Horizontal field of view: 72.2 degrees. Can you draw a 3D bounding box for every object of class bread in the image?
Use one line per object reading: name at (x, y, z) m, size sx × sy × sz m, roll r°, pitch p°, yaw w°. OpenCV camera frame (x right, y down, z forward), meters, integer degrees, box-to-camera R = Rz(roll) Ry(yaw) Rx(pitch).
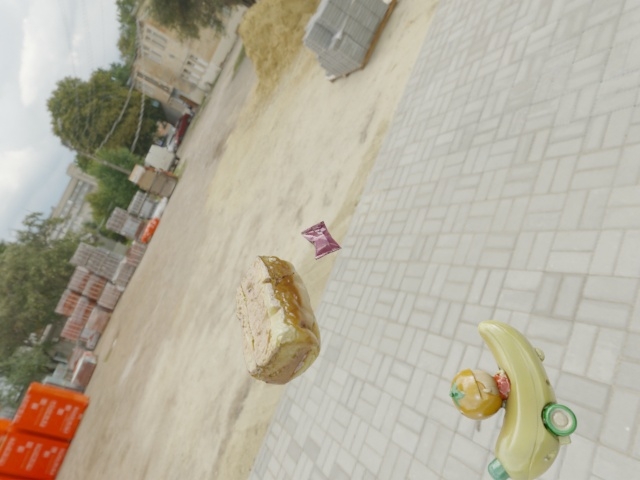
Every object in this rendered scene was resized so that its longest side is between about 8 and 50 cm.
bread at (-0.099, 0.171, 0.998) m, size 0.167 × 0.132 × 0.294 m, roll -47°, pitch 39°, yaw 17°

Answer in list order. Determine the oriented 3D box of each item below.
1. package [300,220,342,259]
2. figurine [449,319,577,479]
package at (0.000, 0.000, 0.908) m, size 0.083 × 0.059 × 0.029 m, roll 59°, pitch 169°, yaw 33°
figurine at (0.389, 0.331, 0.939) m, size 0.222 × 0.124 × 0.325 m, roll -13°, pitch 61°, yaw 8°
